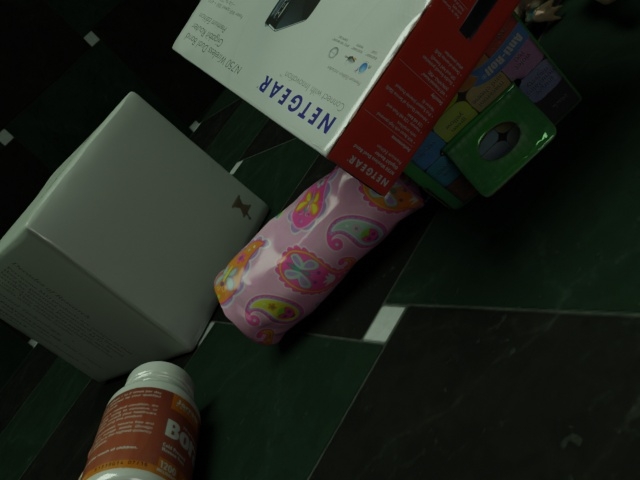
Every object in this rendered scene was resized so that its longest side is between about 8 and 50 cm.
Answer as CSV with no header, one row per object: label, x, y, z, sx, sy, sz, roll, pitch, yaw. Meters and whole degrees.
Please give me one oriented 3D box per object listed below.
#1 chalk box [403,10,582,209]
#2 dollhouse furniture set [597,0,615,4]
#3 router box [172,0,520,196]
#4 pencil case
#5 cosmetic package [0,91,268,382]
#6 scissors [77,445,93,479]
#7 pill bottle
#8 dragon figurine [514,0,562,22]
chalk box,0.124,-0.169,0.740,0.180,0.179,0.289,-44,44,17
dollhouse furniture set,0.410,-0.428,0.700,0.355,0.303,0.174,-19,37,-1
router box,0.030,-0.244,0.680,0.301,0.082,0.335,-56,43,6
pencil case,0.000,0.000,0.869,0.284,0.124,0.124,-44,21,13
cosmetic package,-0.372,0.015,1.310,0.393,0.327,0.330,-25,31,47
scissors,-0.280,0.299,1.058,0.297,0.021,0.109,-35,23,39
pill bottle,-0.207,0.245,0.854,0.121,0.121,0.216,-43,21,19
dragon figurine,0.260,-0.332,0.938,0.289,0.085,0.144,-55,19,-1
